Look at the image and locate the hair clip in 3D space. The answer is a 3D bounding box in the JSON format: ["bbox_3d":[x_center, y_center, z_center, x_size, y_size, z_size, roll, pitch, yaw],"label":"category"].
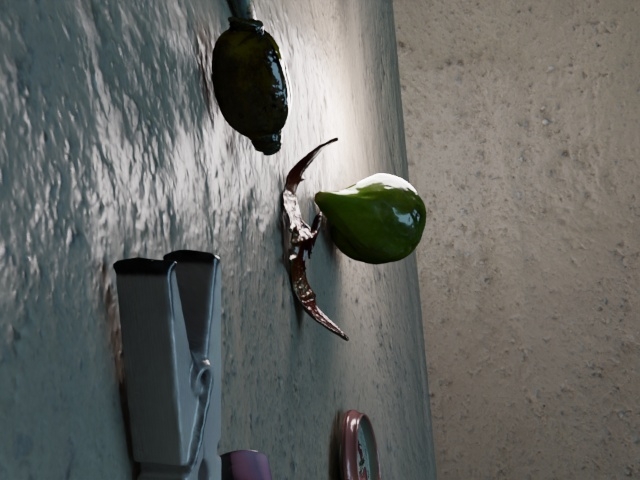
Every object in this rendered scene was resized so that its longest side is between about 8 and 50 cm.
[{"bbox_3d":[-0.156,0.177,0.903,0.101,0.085,0.331,-23,113,-73],"label":"hair clip"}]

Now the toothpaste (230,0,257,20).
[{"bbox_3d":[-0.121,-0.372,1.329,0.216,0.037,0.062,74,16,-52],"label":"toothpaste"}]

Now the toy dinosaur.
[{"bbox_3d":[-0.002,0.006,1.503,0.206,0.113,0.327,52,37,-64],"label":"toy dinosaur"}]

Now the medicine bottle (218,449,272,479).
[{"bbox_3d":[-0.088,0.354,1.007,0.119,0.094,0.188,112,-27,-44],"label":"medicine bottle"}]

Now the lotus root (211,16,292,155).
[{"bbox_3d":[-0.098,-0.220,1.215,0.120,0.120,0.209,-68,150,-61],"label":"lotus root"}]

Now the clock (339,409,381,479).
[{"bbox_3d":[0.076,0.471,1.734,0.244,0.056,0.244,-8,90,-76],"label":"clock"}]

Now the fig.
[{"bbox_3d":[0.091,-0.055,1.774,0.275,0.206,0.206,23,61,-50],"label":"fig"}]
